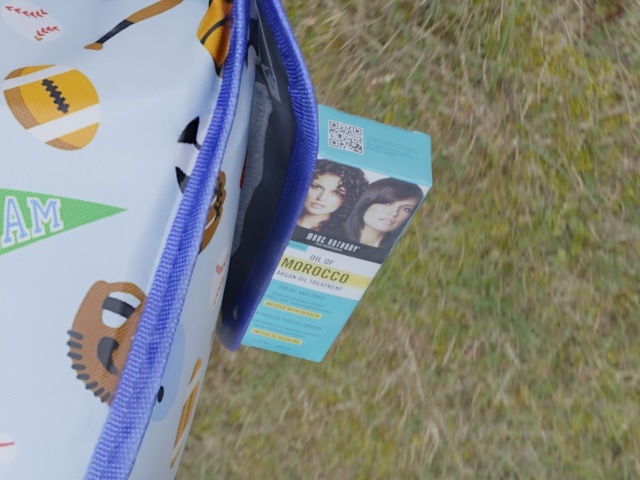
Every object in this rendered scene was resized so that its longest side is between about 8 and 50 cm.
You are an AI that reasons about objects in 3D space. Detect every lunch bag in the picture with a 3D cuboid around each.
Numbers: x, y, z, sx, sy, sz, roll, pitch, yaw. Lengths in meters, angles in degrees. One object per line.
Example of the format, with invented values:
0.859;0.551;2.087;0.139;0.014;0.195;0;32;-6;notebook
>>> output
-0.142;0.005;0.819;0.239;0.328;0.385;17;63;-3;lunch bag

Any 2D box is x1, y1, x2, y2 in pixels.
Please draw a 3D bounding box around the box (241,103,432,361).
0.000;0.000;1.379;0.101;0.060;0.244;15;136;-15;box
